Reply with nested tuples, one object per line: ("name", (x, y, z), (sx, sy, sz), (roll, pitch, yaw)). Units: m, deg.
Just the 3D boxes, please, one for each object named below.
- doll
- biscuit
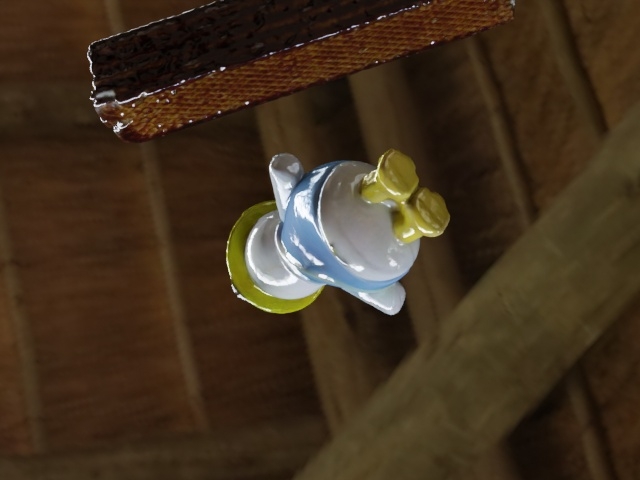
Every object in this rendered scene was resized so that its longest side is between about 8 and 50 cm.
("doll", (0.000, -0.001, 1.355), (0.241, 0.135, 0.098), (-20, -125, 59))
("biscuit", (-0.019, -0.185, 1.546), (0.388, 0.107, 0.073), (-18, -108, 5))
